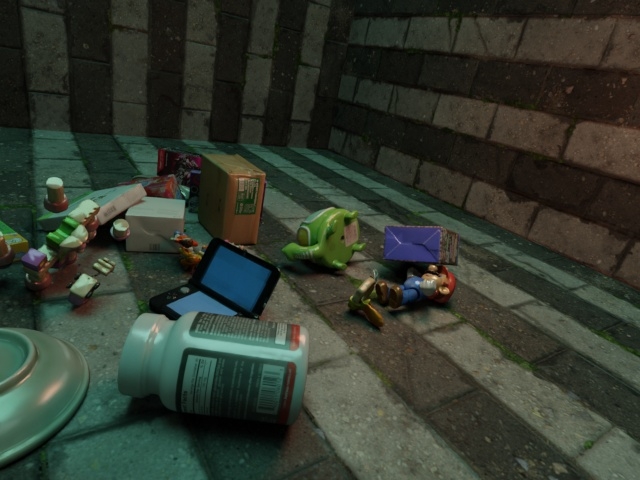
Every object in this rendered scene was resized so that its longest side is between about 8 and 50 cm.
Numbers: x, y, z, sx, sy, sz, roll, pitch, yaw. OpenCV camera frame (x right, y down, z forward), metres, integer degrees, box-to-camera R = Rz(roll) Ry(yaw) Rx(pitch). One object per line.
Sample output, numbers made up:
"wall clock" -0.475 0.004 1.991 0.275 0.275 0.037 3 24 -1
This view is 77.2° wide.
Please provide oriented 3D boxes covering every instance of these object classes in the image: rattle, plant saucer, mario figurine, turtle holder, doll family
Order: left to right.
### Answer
"plant saucer" -0.680 0.272 0.779 0.401 0.100 0.400 10 23 -4
"doll family" -0.410 0.052 1.441 0.263 0.118 0.163 9 7 -32
"turtle holder" 0.011 0.008 1.624 0.228 0.243 0.320 11 57 40
"rattle" 0.193 0.190 1.370 0.143 0.130 0.200 19 18 26
"mario figurine" 0.362 0.146 1.473 0.321 0.170 0.198 -8 45 -29

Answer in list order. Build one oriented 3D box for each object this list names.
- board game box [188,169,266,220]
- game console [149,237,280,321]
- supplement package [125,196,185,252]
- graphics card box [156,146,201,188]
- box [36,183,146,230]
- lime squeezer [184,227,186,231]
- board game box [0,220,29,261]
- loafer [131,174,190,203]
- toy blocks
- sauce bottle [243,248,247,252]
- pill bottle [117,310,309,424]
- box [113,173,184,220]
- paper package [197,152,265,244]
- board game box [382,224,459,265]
"board game box" -0.442 -0.212 1.904 0.348 0.208 0.056 6 23 -11
"game console" -0.310 0.139 1.176 0.293 0.173 0.250 23 25 27
"supplement package" -0.624 -0.062 1.533 0.195 0.149 0.203 4 24 -17
"graphics card box" -0.645 -0.325 2.044 0.372 0.232 0.094 13 18 2
"box" -0.844 -0.123 1.486 0.323 0.058 0.232 -2 31 25
"lime squeezer" -0.695 -0.121 1.765 0.110 0.058 0.310 -7 28 -36
"board game box" -1.114 0.023 1.210 0.242 0.064 0.317 23 25 27
"loafer" -0.781 -0.252 1.963 0.320 0.111 0.111 13 14 2
"toy blocks" -0.758 0.037 1.204 0.309 0.260 0.288 32 51 -10
"sauce bottle" -0.302 0.067 1.518 0.042 0.042 0.128 10 24 -3
"pill bottle" -0.216 0.266 0.867 0.364 0.210 0.210 10 22 -4
"box" -0.723 -0.178 1.670 0.257 0.128 0.122 -7 34 7
"paper package" -0.385 -0.177 1.699 0.168 0.324 0.310 -7 30 -36
"board game box" 0.422 0.023 1.655 0.232 0.140 0.291 3 -3 32
